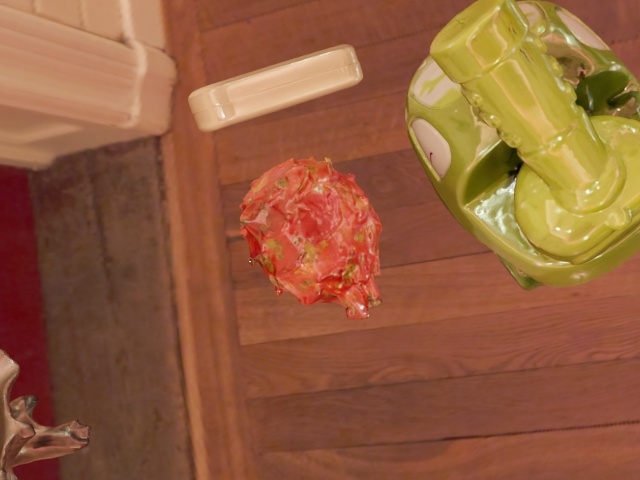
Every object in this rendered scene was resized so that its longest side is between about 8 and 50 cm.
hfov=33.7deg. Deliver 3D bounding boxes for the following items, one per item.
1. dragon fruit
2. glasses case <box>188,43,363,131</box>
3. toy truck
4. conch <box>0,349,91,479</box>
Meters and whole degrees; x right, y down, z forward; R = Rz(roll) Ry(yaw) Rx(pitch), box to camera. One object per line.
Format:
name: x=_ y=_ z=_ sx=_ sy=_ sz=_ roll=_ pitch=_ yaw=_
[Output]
dragon fruit: x=0.000 y=0.000 z=1.591 sx=0.205 sy=0.210 sz=0.268 roll=-38 pitch=87 yaw=1
glasses case: x=-0.048 y=-0.168 z=1.163 sx=0.196 sy=0.083 sz=0.050 roll=-20 pitch=96 yaw=-20
toy truck: x=0.141 y=-0.061 z=0.658 sx=0.148 sy=0.210 sz=0.187 roll=-37 pitch=92 yaw=6
conch: x=-0.327 y=0.134 z=0.735 sx=0.313 sy=0.186 sz=0.241 roll=9 pitch=90 yaw=13
